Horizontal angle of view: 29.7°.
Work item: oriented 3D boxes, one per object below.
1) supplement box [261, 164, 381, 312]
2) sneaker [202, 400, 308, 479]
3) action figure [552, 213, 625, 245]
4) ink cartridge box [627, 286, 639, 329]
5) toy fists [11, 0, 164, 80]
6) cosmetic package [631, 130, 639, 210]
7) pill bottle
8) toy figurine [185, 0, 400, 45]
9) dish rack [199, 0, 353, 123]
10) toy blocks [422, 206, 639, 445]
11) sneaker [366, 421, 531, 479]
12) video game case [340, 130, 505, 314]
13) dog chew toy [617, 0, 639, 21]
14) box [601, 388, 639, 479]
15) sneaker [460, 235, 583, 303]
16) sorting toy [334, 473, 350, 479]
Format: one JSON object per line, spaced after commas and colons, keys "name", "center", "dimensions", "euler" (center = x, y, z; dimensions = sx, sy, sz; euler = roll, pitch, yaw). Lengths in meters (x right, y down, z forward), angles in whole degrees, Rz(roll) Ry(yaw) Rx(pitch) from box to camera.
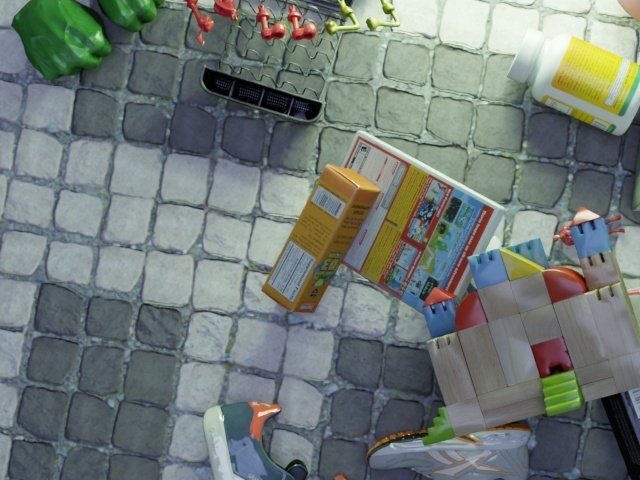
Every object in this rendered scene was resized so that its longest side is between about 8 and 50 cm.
{"name": "supplement box", "center": [0.000, 0.000, 1.904], "dimensions": [0.080, 0.078, 0.233], "euler": [38, 107, 28]}
{"name": "sneaker", "center": [-0.081, 0.421, 1.885], "dimensions": [0.148, 0.131, 0.350], "euler": [-12, 88, -6]}
{"name": "action figure", "center": [0.433, -0.015, 1.953], "dimensions": [0.115, 0.030, 0.038], "euler": [-14, 89, 3]}
{"name": "ink cartridge box", "center": [0.614, 0.107, 1.842], "dimensions": [0.282, 0.207, 0.117], "euler": [-10, 85, 2]}
{"name": "toy fists", "center": [-0.368, -0.377, 1.991], "dimensions": [0.279, 0.096, 0.142], "euler": [-39, 74, 0]}
{"name": "cosmetic package", "center": [0.578, -0.158, 1.925], "dimensions": [0.127, 0.107, 0.238], "euler": [10, 88, 3]}
{"name": "pill bottle", "center": [0.411, -0.260, 1.933], "dimensions": [0.208, 0.117, 0.118], "euler": [24, 86, 5]}
{"name": "toy figurine", "center": [-0.038, -0.451, 1.866], "dimensions": [0.362, 0.217, 0.191], "euler": [-4, 59, -8]}
{"name": "dish rack", "center": [-0.062, -0.337, 1.982], "dimensions": [0.208, 0.074, 0.272], "euler": [18, 84, 3]}
{"name": "toy blocks", "center": [0.297, 0.114, 1.730], "dimensions": [0.381, 0.190, 0.261], "euler": [-19, 86, 17]}
{"name": "sneaker", "center": [0.205, 0.357, 1.895], "dimensions": [0.262, 0.099, 0.121], "euler": [-6, 89, 3]}
{"name": "video game case", "center": [0.127, -0.023, 1.884], "dimensions": [0.285, 0.025, 0.204], "euler": [32, 104, 31]}
{"name": "dog chew toy", "center": [0.629, -0.401, 1.904], "dimensions": [0.331, 0.206, 0.207], "euler": [27, 86, -4]}
{"name": "box", "center": [0.525, 0.327, 1.838], "dimensions": [0.103, 0.184, 0.261], "euler": [-19, 84, -2]}
{"name": "sneaker", "center": [0.311, 0.071, 1.913], "dimensions": [0.182, 0.127, 0.316], "euler": [-27, 80, -12]}
{"name": "sorting toy", "center": [0.053, 0.417, 1.911], "dimensions": [0.042, 0.061, 0.102], "euler": [-48, 62, -2]}
